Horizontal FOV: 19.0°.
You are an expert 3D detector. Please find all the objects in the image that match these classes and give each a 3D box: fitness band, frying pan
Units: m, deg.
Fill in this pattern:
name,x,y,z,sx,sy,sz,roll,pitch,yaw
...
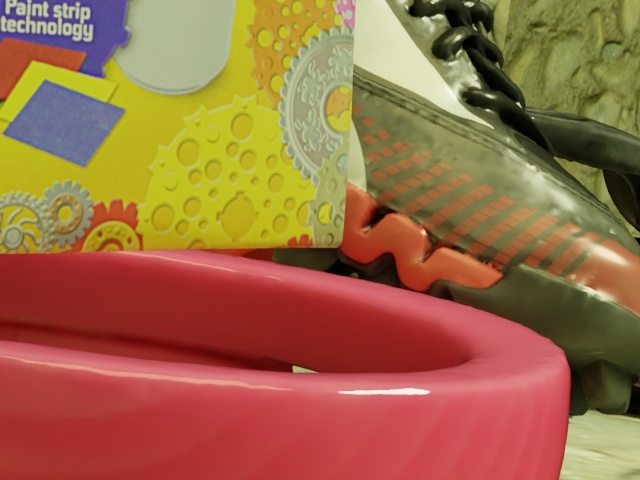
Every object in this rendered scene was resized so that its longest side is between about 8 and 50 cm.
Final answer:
name,x,y,z,sx,sy,sz,roll,pitch,yaw
fitness band,-0.088,0.027,0.448,0.291,0.054,0.209,7,3,2
frying pan,0.190,-0.008,0.772,0.197,0.053,0.326,15,8,19

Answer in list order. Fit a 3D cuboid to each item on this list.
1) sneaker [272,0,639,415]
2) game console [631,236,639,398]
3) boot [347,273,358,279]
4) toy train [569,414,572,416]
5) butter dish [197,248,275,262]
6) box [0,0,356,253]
name,x,y,z,sx,sy,sz,roll,pitch,yaw
sneaker,0.014,-0.056,0.603,0.276,0.135,0.097,38,2,35
game console,0.292,0.063,0.860,0.342,0.060,0.386,16,7,23
boot,-0.009,-0.022,1.101,0.106,0.037,0.114,11,-37,21
toy train,0.057,0.049,0.650,0.036,0.027,0.158,14,6,29
butter dish,-0.062,-0.015,0.755,0.160,0.118,0.160,-26,49,-34
box,-0.187,-0.094,0.408,0.290,0.177,0.279,-1,5,-39
